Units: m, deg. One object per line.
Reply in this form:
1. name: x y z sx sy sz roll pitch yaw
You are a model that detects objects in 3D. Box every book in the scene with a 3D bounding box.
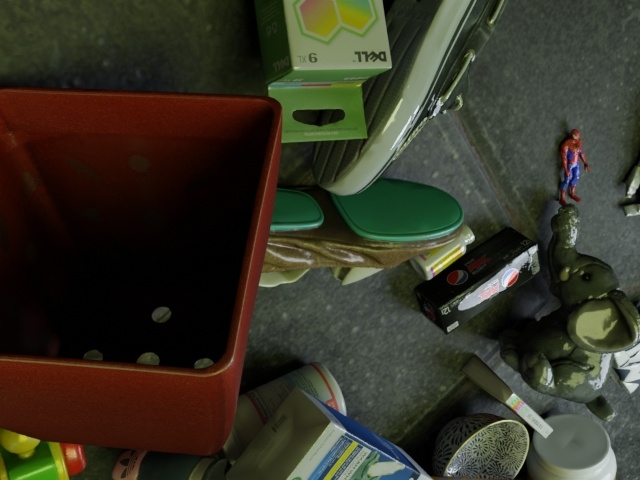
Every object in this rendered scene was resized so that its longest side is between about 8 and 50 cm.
1. book: 0.283 0.239 1.260 0.035 0.096 0.144 -48 131 0

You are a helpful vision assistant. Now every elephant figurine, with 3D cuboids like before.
1. elephant figurine: 0.375 0.103 1.184 0.186 0.169 0.239 18 113 -34

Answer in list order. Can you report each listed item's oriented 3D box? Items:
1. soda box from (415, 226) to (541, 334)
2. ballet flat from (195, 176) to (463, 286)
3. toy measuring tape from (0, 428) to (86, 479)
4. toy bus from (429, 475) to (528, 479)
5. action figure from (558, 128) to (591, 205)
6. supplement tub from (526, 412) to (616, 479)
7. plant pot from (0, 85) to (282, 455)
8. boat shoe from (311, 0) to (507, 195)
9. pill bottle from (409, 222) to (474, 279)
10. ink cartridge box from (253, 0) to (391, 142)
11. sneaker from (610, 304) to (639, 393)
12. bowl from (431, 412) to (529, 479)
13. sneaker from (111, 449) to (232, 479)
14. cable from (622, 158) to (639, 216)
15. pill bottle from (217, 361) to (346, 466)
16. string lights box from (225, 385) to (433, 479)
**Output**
1. soda box: 0.215 0.053 1.133 0.168 0.060 0.053 -31 127 -13
2. ballet flat: 0.000 0.000 0.945 0.342 0.116 0.124 -4 138 -30
3. toy measuring tape: -0.313 0.260 0.911 0.121 0.121 0.330 -18 147 -24
4. toy bus: 0.277 0.427 1.234 0.332 0.130 0.108 15 106 -38
5. action figure: 0.348 -0.101 1.153 0.038 0.030 0.115 -20 123 -16
6. supplement tub: 0.421 0.405 1.412 0.144 0.144 0.200 -24 126 -19
7. plant pot: -0.172 0.047 0.724 0.267 0.267 0.236 4 143 6
8. boat shoe: 0.115 -0.185 0.893 0.119 0.121 0.335 25 100 -39
9. pill bottle: 0.158 0.012 1.084 0.083 0.043 0.043 -35 129 -11
10. ink cartridge box: 0.001 -0.202 0.788 0.109 0.062 0.209 -7 90 -30
11. sneaker: 0.509 0.140 1.351 0.153 0.094 0.235 -46 131 -3
12. bowl: 0.229 0.323 1.284 0.170 0.080 0.170 -16 124 -25
13. sneaker: -0.172 0.347 1.043 0.319 0.131 0.112 90 17 -45
14. cable: 0.594 -0.129 1.252 0.257 0.089 0.257 4 114 -34
15. pill bottle: -0.055 0.219 1.037 0.160 0.087 0.087 -22 126 -20
16. string lights box: 0.020 0.289 1.017 0.133 0.076 0.259 -52 135 -1
